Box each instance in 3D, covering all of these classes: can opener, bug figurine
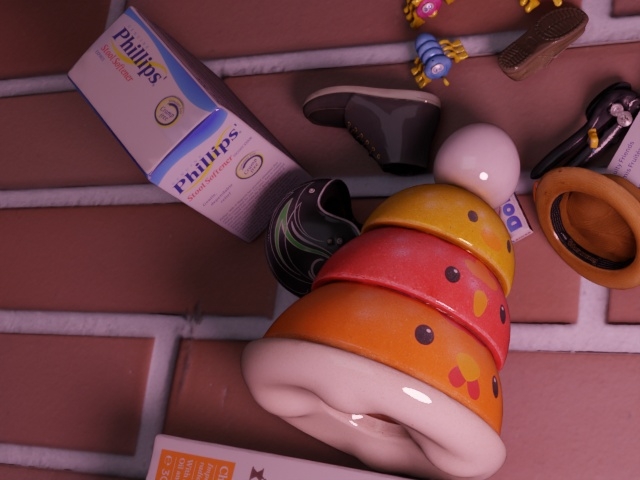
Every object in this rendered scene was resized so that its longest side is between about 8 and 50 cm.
[{"bbox_3d":[0.365,-0.136,1.643,0.059,0.073,0.186,41,99,-5],"label":"can opener"},{"bbox_3d":[0.222,-0.357,1.771,0.279,0.072,0.216,-36,50,13],"label":"bug figurine"}]

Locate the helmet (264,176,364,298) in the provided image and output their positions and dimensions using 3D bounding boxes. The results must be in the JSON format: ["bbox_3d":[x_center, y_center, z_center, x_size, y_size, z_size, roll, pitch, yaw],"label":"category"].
[{"bbox_3d":[0.000,0.000,1.723,0.161,0.169,0.169,43,95,21],"label":"helmet"}]

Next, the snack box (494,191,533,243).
[{"bbox_3d":[0.236,-0.072,1.700,0.064,0.022,0.178,-30,60,17],"label":"snack box"}]

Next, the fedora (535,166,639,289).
[{"bbox_3d":[0.369,-0.029,1.555,0.079,0.194,0.194,-36,51,-28],"label":"fedora"}]

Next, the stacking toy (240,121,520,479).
[{"bbox_3d":[0.135,0.043,1.566,0.351,0.350,0.479,10,66,31],"label":"stacking toy"}]

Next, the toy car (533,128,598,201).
[{"bbox_3d":[0.327,-0.094,1.613,0.060,0.040,0.122,15,116,-2],"label":"toy car"}]

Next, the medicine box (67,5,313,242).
[{"bbox_3d":[-0.193,-0.169,1.811,0.149,0.289,0.263,-46,57,7],"label":"medicine box"}]

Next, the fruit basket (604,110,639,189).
[{"bbox_3d":[0.558,-0.162,1.476,0.353,0.165,0.327,28,87,37],"label":"fruit basket"}]

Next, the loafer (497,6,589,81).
[{"bbox_3d":[0.317,-0.279,1.720,0.148,0.050,0.056,-32,61,-3],"label":"loafer"}]

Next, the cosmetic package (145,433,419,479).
[{"bbox_3d":[-0.022,0.406,1.582,0.453,0.161,0.230,4,74,29],"label":"cosmetic package"}]

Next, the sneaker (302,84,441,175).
[{"bbox_3d":[0.064,-0.161,1.792,0.222,0.083,0.118,3,74,29],"label":"sneaker"}]
